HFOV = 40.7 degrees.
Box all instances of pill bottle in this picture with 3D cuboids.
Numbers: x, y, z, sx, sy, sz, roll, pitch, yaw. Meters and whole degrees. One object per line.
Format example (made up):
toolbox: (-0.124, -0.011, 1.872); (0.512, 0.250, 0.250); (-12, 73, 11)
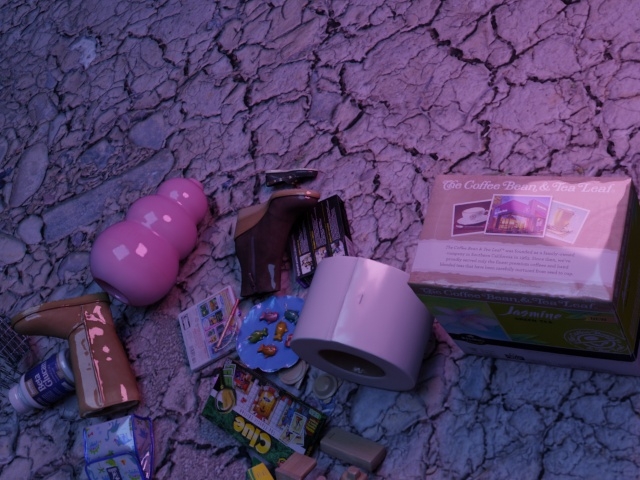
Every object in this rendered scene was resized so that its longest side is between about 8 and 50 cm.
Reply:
pill bottle: (-0.632, 0.330, 1.995); (0.169, 0.094, 0.094); (-32, 51, 8)

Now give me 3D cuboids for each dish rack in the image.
dish rack: (-0.820, 0.322, 2.122); (0.208, 0.074, 0.271); (32, 78, 37)

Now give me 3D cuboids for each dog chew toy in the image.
dog chew toy: (-0.383, -0.011, 2.010); (0.206, 0.207, 0.332); (18, 64, 36)

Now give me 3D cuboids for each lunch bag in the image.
lunch bag: (-0.421, 0.453, 1.808); (0.128, 0.096, 0.151); (-17, 69, 16)

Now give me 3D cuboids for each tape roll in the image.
tape roll: (0.083, 0.157, 1.611); (0.246, 0.246, 0.169); (6, 63, 32)

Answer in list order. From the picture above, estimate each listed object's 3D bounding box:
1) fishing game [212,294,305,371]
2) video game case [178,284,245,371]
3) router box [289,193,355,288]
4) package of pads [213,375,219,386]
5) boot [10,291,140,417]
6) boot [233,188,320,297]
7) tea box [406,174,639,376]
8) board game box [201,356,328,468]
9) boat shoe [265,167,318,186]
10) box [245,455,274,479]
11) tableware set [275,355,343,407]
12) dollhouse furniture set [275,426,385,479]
fishing game: (-0.100, 0.189, 1.803); (0.264, 0.041, 0.189); (4, 57, 29)
video game case: (-0.240, 0.194, 1.912); (0.143, 0.019, 0.157); (-30, 50, 9)
router box: (0.000, 0.000, 1.881); (0.133, 0.046, 0.179); (-22, 52, 17)
package of pads: (-0.184, 0.302, 1.804); (0.083, 0.032, 0.050); (-19, 58, 19)
boot: (-0.544, 0.262, 1.907); (0.236, 0.089, 0.270); (-15, 68, -11)
boot: (-0.089, 0.008, 1.869); (0.248, 0.090, 0.207); (-18, 70, 40)
tea box: (0.369, 0.058, 1.462); (0.328, 0.323, 0.220); (3, 63, 31)
board game box: (-0.116, 0.347, 1.709); (0.259, 0.030, 0.136); (25, 93, 33)
boat shoe: (-0.066, -0.148, 2.015); (0.133, 0.049, 0.042); (-5, 87, 19)
box: (-0.091, 0.492, 1.586); (0.043, 0.105, 0.179); (-19, 44, -23)
tableware set: (-0.043, 0.311, 1.730); (0.168, 0.020, 0.141); (23, 74, 39)
dollhouse furniture set: (0.025, 0.450, 1.601); (0.144, 0.123, 0.151); (13, 34, 34)
